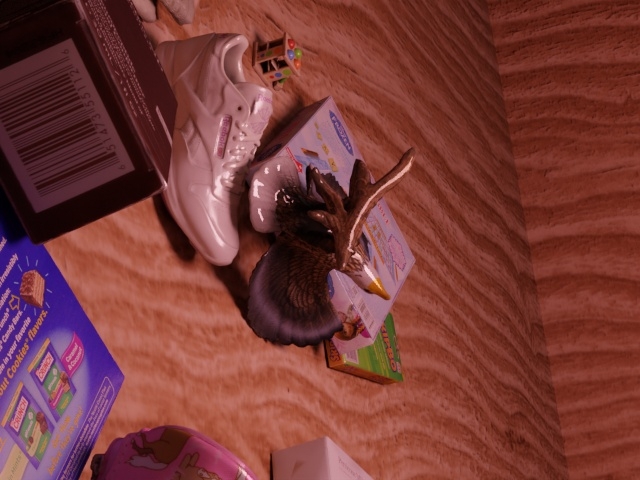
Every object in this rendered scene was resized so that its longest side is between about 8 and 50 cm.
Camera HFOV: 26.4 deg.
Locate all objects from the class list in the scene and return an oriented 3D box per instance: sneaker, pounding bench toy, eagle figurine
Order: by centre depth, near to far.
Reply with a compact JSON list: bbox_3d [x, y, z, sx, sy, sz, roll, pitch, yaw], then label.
[{"bbox_3d":[-0.130,-0.123,1.730,0.114,0.152,0.305,13,66,-69],"label":"sneaker"},{"bbox_3d":[0.005,0.010,1.825,0.298,0.226,0.225,139,-64,-70],"label":"eagle figurine"},{"bbox_3d":[-0.058,-0.273,2.124,0.083,0.065,0.052,52,31,-47],"label":"pounding bench toy"}]

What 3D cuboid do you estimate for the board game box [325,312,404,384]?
[{"bbox_3d":[0.070,0.159,2.208,0.259,0.039,0.124,24,53,-60],"label":"board game box"}]

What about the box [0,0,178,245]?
[{"bbox_3d":[-0.238,-0.151,1.332,0.381,0.143,0.191,-110,176,-72],"label":"box"}]

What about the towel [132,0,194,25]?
[{"bbox_3d":[-0.269,-0.464,1.758,0.324,0.056,0.312,38,39,-54],"label":"towel"}]

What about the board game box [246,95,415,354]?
[{"bbox_3d":[0.022,-0.032,2.119,0.319,0.065,0.318,63,24,-13],"label":"board game box"}]

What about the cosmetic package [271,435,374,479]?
[{"bbox_3d":[0.062,0.477,1.877,0.377,0.097,0.285,50,29,-48],"label":"cosmetic package"}]

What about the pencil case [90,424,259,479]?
[{"bbox_3d":[-0.185,0.344,1.151,0.386,0.167,0.160,-62,145,-38],"label":"pencil case"}]

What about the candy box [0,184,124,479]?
[{"bbox_3d":[-0.319,0.092,1.157,0.268,0.122,0.317,-72,143,-54],"label":"candy box"}]
